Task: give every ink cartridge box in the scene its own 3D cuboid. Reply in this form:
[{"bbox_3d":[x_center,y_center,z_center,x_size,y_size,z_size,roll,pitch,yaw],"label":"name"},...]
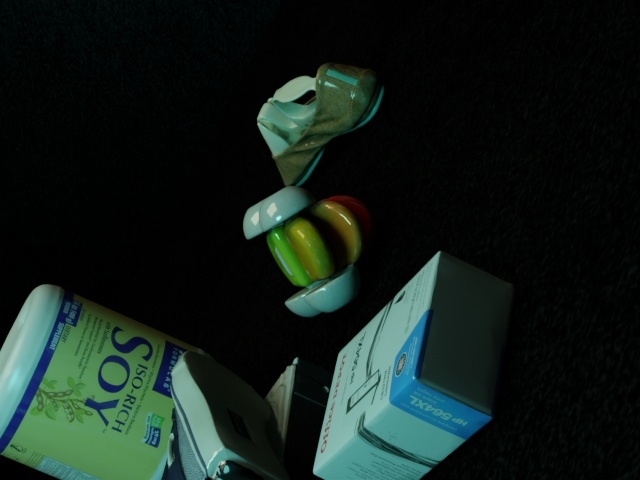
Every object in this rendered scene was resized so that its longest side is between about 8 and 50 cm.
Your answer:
[{"bbox_3d":[0.082,0.129,1.378,0.203,0.086,0.148,-49,20,47],"label":"ink cartridge box"}]

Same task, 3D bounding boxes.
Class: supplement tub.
[{"bbox_3d":[-0.283,0.227,2.085,0.241,0.331,0.241,-59,14,25],"label":"supplement tub"}]

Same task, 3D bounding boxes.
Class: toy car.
[{"bbox_3d":[0.000,0.000,1.872,0.136,0.159,0.182,-32,3,-18],"label":"toy car"}]

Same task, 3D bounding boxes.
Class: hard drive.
[{"bbox_3d":[-0.071,0.319,1.683,0.237,0.064,0.339,-56,16,34],"label":"hard drive"}]

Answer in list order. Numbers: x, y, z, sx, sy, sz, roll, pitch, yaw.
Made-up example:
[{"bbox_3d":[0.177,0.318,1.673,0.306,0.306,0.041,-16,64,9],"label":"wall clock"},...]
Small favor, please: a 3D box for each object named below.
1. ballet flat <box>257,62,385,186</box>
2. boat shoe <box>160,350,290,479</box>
[{"bbox_3d":[-0.022,-0.182,2.282,0.342,0.124,0.116,-37,30,64],"label":"ballet flat"},{"bbox_3d":[-0.134,0.243,1.635,0.158,0.127,0.340,-55,15,8],"label":"boat shoe"}]
